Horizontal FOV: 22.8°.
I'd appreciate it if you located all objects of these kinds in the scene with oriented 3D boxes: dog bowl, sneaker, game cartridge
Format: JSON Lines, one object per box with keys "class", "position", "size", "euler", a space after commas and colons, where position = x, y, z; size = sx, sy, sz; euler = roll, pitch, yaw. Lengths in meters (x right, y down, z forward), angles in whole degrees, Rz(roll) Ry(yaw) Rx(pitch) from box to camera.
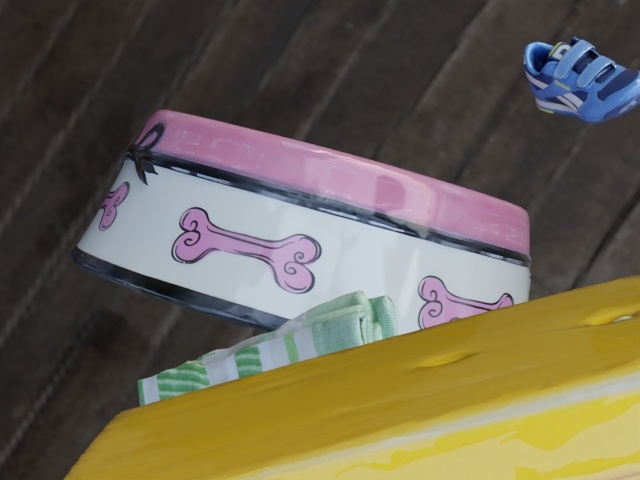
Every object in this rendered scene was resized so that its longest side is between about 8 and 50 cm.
{"class": "dog bowl", "position": [0.000, 0.000, 1.380], "size": [0.408, 0.408, 0.150], "euler": [17, 92, 26]}
{"class": "sneaker", "position": [0.222, -0.138, 1.350], "size": [0.053, 0.059, 0.144], "euler": [-39, 27, -22]}
{"class": "game cartridge", "position": [0.058, 0.073, 0.664], "size": [0.323, 0.285, 0.053], "euler": [-16, 92, 1]}

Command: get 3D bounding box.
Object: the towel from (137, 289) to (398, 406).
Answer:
{"class": "towel", "position": [-0.028, 0.181, 1.040], "size": [0.325, 0.038, 0.248], "euler": [-24, 73, 57]}
